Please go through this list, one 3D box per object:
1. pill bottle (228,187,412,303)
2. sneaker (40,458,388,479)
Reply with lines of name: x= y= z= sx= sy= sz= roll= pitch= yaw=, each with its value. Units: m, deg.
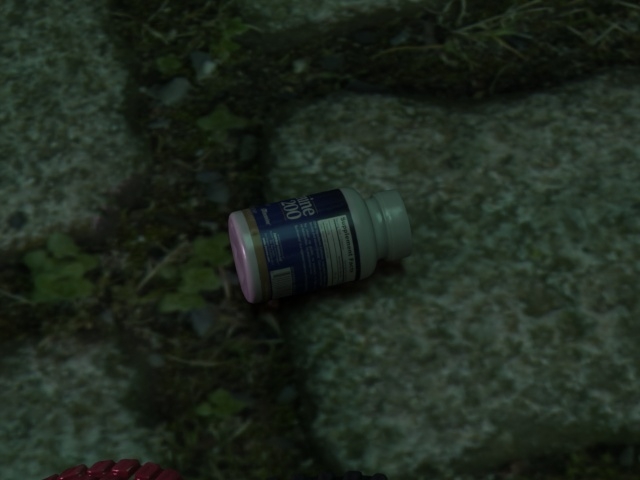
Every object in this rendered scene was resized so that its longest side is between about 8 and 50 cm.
pill bottle: x=0.000 y=0.000 z=1.161 sx=0.120 sy=0.067 sz=0.067 roll=-13 pitch=51 yaw=-9
sneaker: x=-0.076 y=0.208 z=0.969 sx=0.299 sy=0.112 sz=0.121 roll=1 pitch=33 yaw=19
